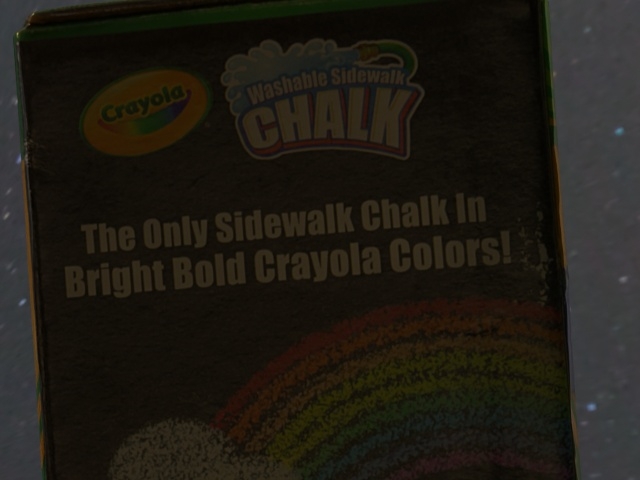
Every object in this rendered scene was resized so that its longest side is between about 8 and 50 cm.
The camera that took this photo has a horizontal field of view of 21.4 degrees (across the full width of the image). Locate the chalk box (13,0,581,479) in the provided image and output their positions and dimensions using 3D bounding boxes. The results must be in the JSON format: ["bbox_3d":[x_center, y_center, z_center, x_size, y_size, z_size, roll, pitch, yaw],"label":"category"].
[{"bbox_3d":[0.000,0.000,0.459,0.132,0.132,0.213,-3,-93,6],"label":"chalk box"}]
